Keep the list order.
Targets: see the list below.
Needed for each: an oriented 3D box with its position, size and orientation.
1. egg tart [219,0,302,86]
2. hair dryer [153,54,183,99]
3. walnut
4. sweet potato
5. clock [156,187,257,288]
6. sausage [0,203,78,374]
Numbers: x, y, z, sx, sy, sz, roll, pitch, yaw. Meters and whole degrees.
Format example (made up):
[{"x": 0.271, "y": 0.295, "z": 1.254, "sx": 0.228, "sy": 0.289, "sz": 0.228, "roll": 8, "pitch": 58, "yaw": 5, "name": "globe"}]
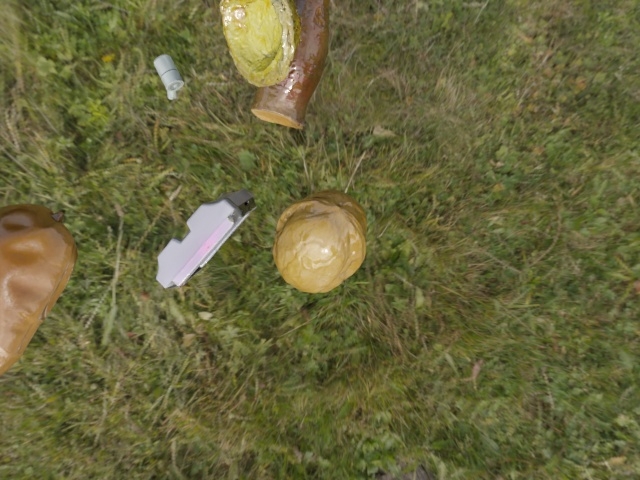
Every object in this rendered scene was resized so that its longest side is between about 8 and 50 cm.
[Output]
[{"x": -0.101, "y": -0.391, "z": 1.193, "sx": 0.090, "sy": 0.212, "sz": 0.212, "roll": -23, "pitch": 85, "yaw": -33, "name": "egg tart"}, {"x": -0.383, "y": -0.402, "z": 1.663, "sx": 0.047, "sy": 0.137, "sz": 0.082, "roll": -25, "pitch": 78, "yaw": -15, "name": "hair dryer"}, {"x": 0.000, "y": 0.000, "z": 1.103, "sx": 0.159, "sy": 0.206, "sz": 0.159, "roll": 9, "pitch": 58, "yaw": -15, "name": "walnut"}, {"x": -0.043, "y": -0.393, "z": 1.317, "sx": 0.131, "sy": 0.131, "sz": 0.336, "roll": 19, "pitch": 104, "yaw": 3, "name": "sweet potato"}, {"x": -0.256, "y": -0.011, "z": 1.449, "sx": 0.083, "sy": 0.186, "sz": 0.253, "roll": 42, "pitch": 103, "yaw": -3, "name": "clock"}, {"x": -0.411, "y": 0.061, "z": 0.850, "sx": 0.136, "sy": 0.120, "sz": 0.241, "roll": 26, "pitch": 82, "yaw": 0, "name": "sausage"}]
